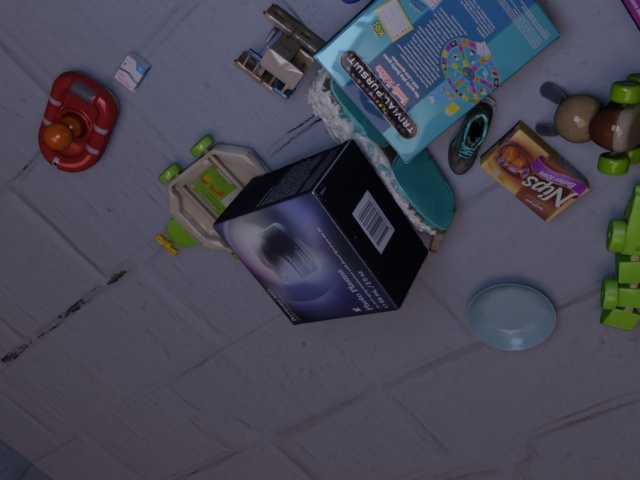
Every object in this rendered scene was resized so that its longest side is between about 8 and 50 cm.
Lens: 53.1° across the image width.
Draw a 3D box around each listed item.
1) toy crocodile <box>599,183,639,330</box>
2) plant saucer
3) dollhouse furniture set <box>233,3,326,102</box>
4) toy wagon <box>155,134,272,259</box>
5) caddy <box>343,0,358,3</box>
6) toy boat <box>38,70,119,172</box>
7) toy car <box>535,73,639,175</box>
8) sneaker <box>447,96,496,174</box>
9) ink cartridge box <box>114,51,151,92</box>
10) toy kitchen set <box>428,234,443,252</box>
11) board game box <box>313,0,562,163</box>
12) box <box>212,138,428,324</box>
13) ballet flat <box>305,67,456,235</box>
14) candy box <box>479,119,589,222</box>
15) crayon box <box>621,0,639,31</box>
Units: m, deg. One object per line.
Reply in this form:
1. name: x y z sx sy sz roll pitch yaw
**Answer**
1. toy crocodile: 0.632 0.042 1.292 0.115 0.105 0.340 3 119 15
2. plant saucer: 0.434 0.167 1.461 0.195 0.037 0.194 8 124 12
3. dollhouse furniture set: -0.093 -0.331 1.191 0.129 0.183 0.129 35 125 -8
4. toy wagon: -0.249 -0.077 1.477 0.344 0.068 0.267 -32 109 31
5. caddy: 0.121 -0.519 0.964 0.179 0.241 0.341 45 125 2
6. toy boat: -0.548 -0.244 1.400 0.151 0.151 0.231 32 125 -5
7. toy car: 0.484 -0.222 1.159 0.189 0.149 0.154 20 123 37
8. sneaker: 0.287 -0.194 1.239 0.065 0.076 0.166 17 126 6
9. ink cartridge box: -0.403 -0.353 1.361 0.048 0.028 0.083 39 125 -11
10. toy kitchen set: 0.226 -0.020 1.382 0.075 0.083 0.068 17 167 5
11. board game box: 0.196 -0.341 1.112 0.336 0.079 0.254 -39 106 15
12. box: 0.000 0.000 1.278 0.294 0.182 0.296 -15 121 44
13. ballet flat: 0.118 -0.178 1.288 0.147 0.147 0.409 -29 108 30
14. candy box: 0.419 -0.133 1.258 0.187 0.053 0.109 39 124 -9
15. crayon box: 0.590 -0.472 0.952 0.313 0.106 0.363 -31 110 29
